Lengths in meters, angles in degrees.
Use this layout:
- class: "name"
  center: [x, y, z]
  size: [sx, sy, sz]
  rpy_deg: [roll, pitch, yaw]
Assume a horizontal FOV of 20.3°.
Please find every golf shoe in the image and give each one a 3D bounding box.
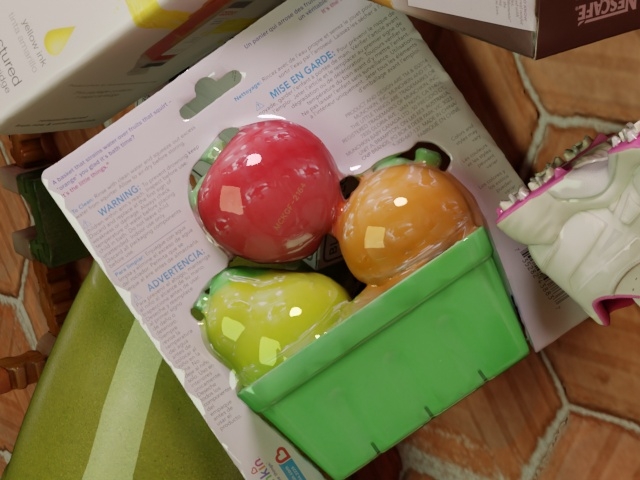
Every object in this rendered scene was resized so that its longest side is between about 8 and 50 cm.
- class: "golf shoe"
  center: [0.253, -0.029, 1.277]
  size: [0.140, 0.115, 0.306]
  rpy_deg: [57, 151, 0]

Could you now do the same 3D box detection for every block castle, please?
- class: "block castle"
  center: [-0.383, 0.004, 1.977]
  size: [0.213, 0.303, 0.453]
  rpy_deg: [19, 121, 56]

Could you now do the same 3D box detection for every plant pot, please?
- class: "plant pot"
  center: [-0.115, 0.162, 1.689]
  size: [0.366, 0.366, 0.353]
  rpy_deg: [33, 120, 41]

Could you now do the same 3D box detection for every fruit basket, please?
- class: "fruit basket"
  center: [0.000, 0.000, 1.464]
  size: [0.353, 0.327, 0.165]
  rpy_deg: [55, -177, 9]

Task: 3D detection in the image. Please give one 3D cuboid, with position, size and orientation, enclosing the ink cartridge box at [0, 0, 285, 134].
- class: "ink cartridge box"
  center: [-0.171, -0.298, 1.540]
  size: [0.385, 0.160, 0.279]
  rpy_deg: [-30, 78, 35]

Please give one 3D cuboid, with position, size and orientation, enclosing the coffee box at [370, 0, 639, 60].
- class: "coffee box"
  center: [0.119, -0.221, 1.317]
  size: [0.246, 0.141, 0.098]
  rpy_deg: [28, 127, 45]

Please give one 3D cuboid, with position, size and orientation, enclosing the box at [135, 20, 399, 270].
- class: "box"
  center: [-0.052, -0.118, 1.648]
  size: [0.290, 0.087, 0.169]
  rpy_deg: [36, 133, 39]
